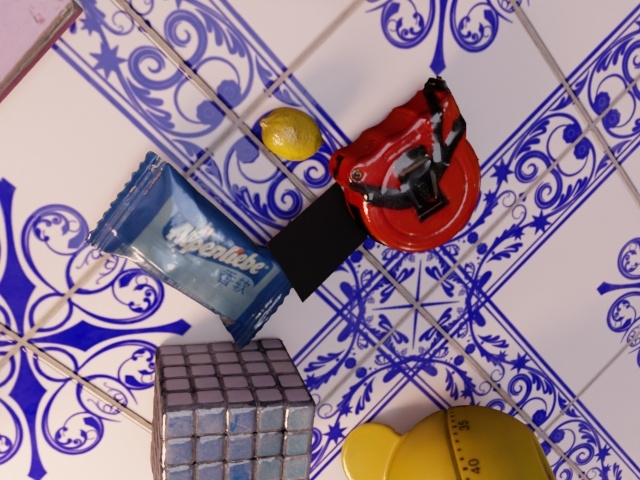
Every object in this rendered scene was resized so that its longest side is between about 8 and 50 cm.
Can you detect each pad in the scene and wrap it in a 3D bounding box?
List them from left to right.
[{"bbox_3d":[0.000,0.000,1.008,0.190,0.004,0.127,-44,117,-31],"label":"pad"}]

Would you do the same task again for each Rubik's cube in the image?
[{"bbox_3d":[-0.157,0.319,0.970,0.237,0.238,0.237,-1,105,-18],"label":"Rubik's cube"}]

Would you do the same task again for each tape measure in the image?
[{"bbox_3d":[0.162,-0.109,1.012,0.253,0.114,0.260,-36,113,-5],"label":"tape measure"}]

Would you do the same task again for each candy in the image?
[{"bbox_3d":[-0.192,0.028,0.936,0.331,0.077,0.187,38,97,-27],"label":"candy"}]

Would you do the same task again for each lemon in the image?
[{"bbox_3d":[-0.050,-0.172,0.941,0.111,0.082,0.082,18,100,-26],"label":"lemon"}]

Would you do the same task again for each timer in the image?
[{"bbox_3d":[0.256,0.503,1.128,0.387,0.376,0.376,-23,114,14],"label":"timer"}]

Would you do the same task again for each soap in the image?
[{"bbox_3d":[-0.473,-0.279,0.771,0.181,0.081,0.259,41,92,-23],"label":"soap"}]
